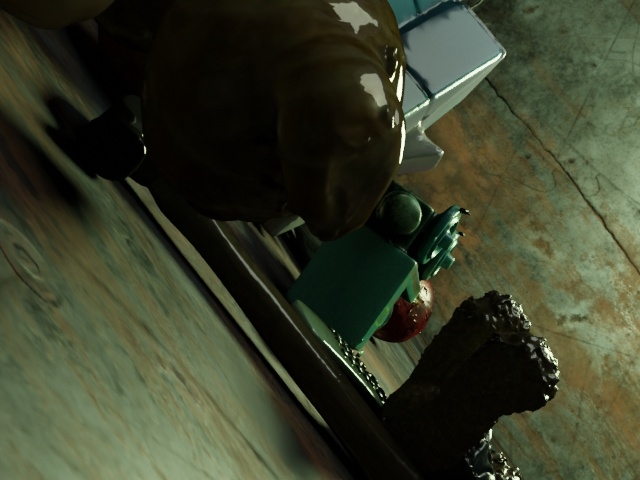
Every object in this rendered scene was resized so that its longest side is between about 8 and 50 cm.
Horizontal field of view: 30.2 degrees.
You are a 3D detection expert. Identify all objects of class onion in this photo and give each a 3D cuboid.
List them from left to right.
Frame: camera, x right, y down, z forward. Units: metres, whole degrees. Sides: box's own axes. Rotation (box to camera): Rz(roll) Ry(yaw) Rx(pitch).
[{"bbox_3d":[0.107,0.089,1.757,0.131,0.131,0.131,54,4,-6],"label":"onion"}]

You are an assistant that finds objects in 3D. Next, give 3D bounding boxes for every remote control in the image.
[{"bbox_3d":[0.025,0.127,1.041,0.222,0.042,0.072,52,5,-44],"label":"remote control"}]

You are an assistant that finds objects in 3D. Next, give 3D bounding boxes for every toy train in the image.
[{"bbox_3d":[0.061,0.028,1.284,0.120,0.194,0.298,35,-3,10],"label":"toy train"}]

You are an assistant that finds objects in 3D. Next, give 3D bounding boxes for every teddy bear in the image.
[{"bbox_3d":[0.112,0.162,0.997,0.182,0.129,0.251,-100,-169,-63],"label":"teddy bear"}]

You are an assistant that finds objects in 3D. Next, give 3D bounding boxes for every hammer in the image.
[{"bbox_3d":[-0.025,0.077,0.886,0.440,0.044,0.168,54,6,-15],"label":"hammer"}]

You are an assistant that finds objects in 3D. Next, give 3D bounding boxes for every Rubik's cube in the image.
[{"bbox_3d":[0.006,-0.215,1.445,0.358,0.387,0.368,53,-40,6],"label":"Rubik's cube"}]

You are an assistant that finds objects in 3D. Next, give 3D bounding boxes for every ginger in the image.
[{"bbox_3d":[-0.044,-0.140,0.732,0.176,0.256,0.375,5,44,-31],"label":"ginger"}]

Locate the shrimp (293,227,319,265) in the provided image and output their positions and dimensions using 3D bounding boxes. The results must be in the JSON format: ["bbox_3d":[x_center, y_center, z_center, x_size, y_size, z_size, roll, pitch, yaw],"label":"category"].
[{"bbox_3d":[0.000,0.000,1.592,0.317,0.062,0.164,-106,-178,-48],"label":"shrimp"}]

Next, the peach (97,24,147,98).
[{"bbox_3d":[-0.082,-0.186,1.088,0.252,0.252,0.252,54,4,-6],"label":"peach"}]

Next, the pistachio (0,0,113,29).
[{"bbox_3d":[-0.173,-0.245,0.601,0.321,0.229,0.238,50,-34,33],"label":"pistachio"}]
